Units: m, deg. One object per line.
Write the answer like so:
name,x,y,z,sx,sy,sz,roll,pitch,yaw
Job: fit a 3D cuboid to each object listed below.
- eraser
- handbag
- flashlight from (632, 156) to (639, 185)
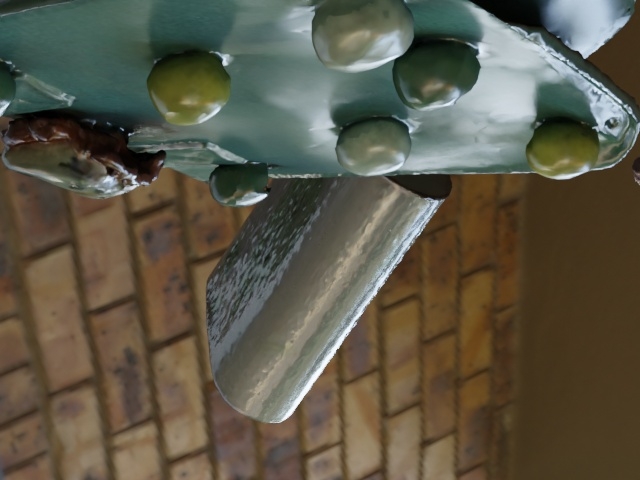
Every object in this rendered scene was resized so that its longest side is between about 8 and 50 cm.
eraser,0.000,0.000,1.003,0.227,0.081,0.174,-55,-157,29
handbag,-0.019,-0.074,0.569,0.274,0.269,0.100,-9,-102,30
flashlight,0.319,-0.048,1.289,0.031,0.110,0.052,0,-113,35
